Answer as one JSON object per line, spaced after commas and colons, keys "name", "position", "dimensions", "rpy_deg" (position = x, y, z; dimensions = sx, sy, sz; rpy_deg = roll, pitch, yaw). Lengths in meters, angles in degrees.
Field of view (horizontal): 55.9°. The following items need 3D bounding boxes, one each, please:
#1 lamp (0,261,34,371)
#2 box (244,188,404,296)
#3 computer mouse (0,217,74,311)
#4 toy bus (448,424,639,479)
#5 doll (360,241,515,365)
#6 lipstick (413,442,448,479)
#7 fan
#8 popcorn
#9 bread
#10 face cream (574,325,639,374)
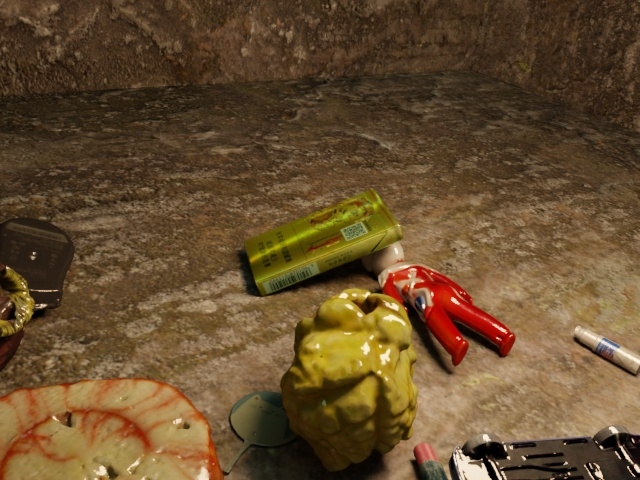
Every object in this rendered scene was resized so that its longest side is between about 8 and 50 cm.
{"name": "lamp", "position": [-0.544, 0.109, 0.880], "dimensions": [0.246, 0.247, 0.247], "rpy_deg": [5, 29, -3]}
{"name": "box", "position": [0.000, 0.000, 1.263], "dimensions": [0.311, 0.043, 0.173], "rpy_deg": [-23, 34, -3]}
{"name": "computer mouse", "position": [-0.544, 0.058, 1.119], "dimensions": [0.146, 0.088, 0.264], "rpy_deg": [15, 25, -20]}
{"name": "toy bus", "position": [0.302, 0.328, 0.767], "dimensions": [0.292, 0.133, 0.125], "rpy_deg": [1, 35, -15]}
{"name": "doll", "position": [0.201, 0.100, 1.199], "dimensions": [0.188, 0.099, 0.384], "rpy_deg": [0, 32, -32]}
{"name": "lipstick", "position": [0.164, 0.357, 0.777], "dimensions": [0.053, 0.054, 0.234], "rpy_deg": [0, 26, -12]}
{"name": "fan", "position": [-0.094, 0.282, 0.893], "dimensions": [0.113, 0.005, 0.175], "rpy_deg": [18, 30, 18]}
{"name": "popcorn", "position": [0.047, 0.197, 0.866], "dimensions": [0.194, 0.255, 0.256], "rpy_deg": [-2, -5, 30]}
{"name": "bread", "position": [-0.291, 0.291, 0.728], "dimensions": [0.327, 0.114, 0.295], "rpy_deg": [-7, 31, -22]}
{"name": "face cream", "position": [0.540, 0.203, 1.138], "dimensions": [0.034, 0.034, 0.130], "rpy_deg": [-19, 38, -38]}
